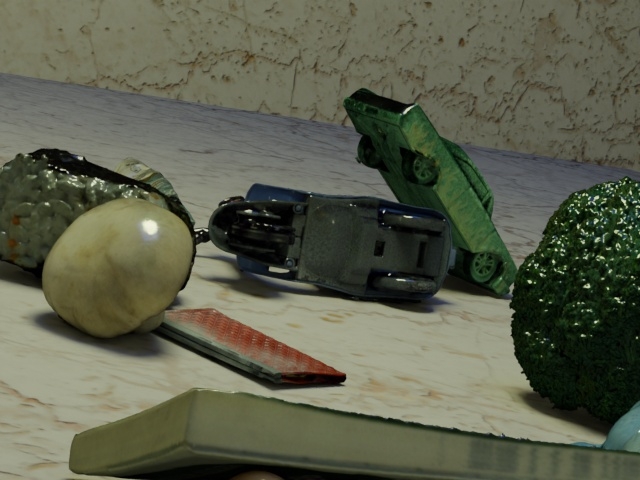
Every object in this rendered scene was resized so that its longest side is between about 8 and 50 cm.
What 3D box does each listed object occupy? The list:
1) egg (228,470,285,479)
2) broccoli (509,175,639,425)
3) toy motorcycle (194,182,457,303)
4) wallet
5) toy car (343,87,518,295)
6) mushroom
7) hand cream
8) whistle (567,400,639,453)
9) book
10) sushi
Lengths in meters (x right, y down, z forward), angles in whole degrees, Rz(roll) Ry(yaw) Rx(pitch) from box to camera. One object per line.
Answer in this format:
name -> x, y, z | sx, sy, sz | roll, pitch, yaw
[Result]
egg -> -0.038, 0.184, 1.024 | 0.080, 0.096, 0.080 | -4, 8, 1
broccoli -> 0.335, 0.079, 1.750 | 0.297, 0.298, 0.297 | 14, -21, 13
toy motorcycle -> 0.000, 0.000, 2.089 | 0.358, 0.125, 0.212 | 9, 1, -34
wallet -> -0.076, 0.102, 1.668 | 0.196, 0.020, 0.103 | 20, 13, 41
toy car -> 0.154, -0.066, 2.237 | 0.141, 0.097, 0.321 | 23, -27, 55
mushroom -> -0.188, 0.033, 1.644 | 0.154, 0.122, 0.154 | -20, 33, 14
hand cream -> -0.239, -0.059, 2.358 | 0.075, 0.052, 0.248 | -15, 23, -15
whistle -> 0.285, 0.192, 1.430 | 0.180, 0.093, 0.269 | 7, 15, 11
book -> 0.040, 0.156, 1.174 | 0.370, 0.043, 0.260 | 9, -15, -22
sushi -> -0.239, -0.012, 1.801 | 0.225, 0.136, 0.126 | 19, 12, -2
